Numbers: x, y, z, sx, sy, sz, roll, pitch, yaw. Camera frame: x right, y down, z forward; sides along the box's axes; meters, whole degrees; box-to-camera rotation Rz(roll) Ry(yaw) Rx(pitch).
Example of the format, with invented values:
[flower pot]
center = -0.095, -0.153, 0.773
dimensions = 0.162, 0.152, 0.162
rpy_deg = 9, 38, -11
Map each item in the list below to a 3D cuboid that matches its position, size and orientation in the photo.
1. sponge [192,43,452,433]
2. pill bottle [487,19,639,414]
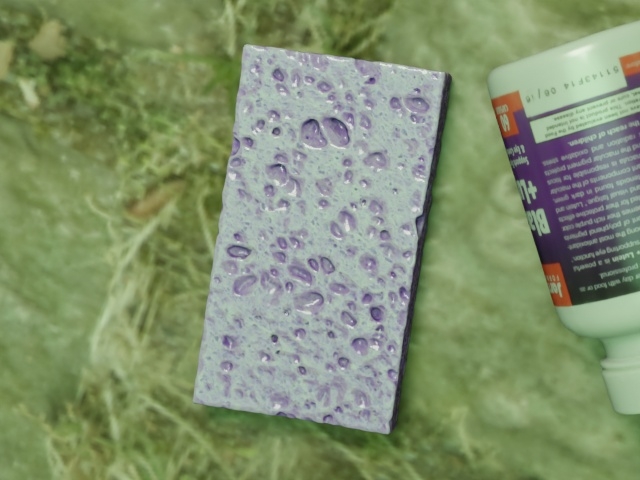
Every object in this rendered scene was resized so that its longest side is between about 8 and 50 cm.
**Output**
[sponge]
center = 0.000, 0.000, 0.970
dimensions = 0.117, 0.031, 0.210
rpy_deg = 10, 97, 10
[pill bottle]
center = 0.164, -0.012, 0.899
dimensions = 0.108, 0.108, 0.193
rpy_deg = -17, 91, 12
